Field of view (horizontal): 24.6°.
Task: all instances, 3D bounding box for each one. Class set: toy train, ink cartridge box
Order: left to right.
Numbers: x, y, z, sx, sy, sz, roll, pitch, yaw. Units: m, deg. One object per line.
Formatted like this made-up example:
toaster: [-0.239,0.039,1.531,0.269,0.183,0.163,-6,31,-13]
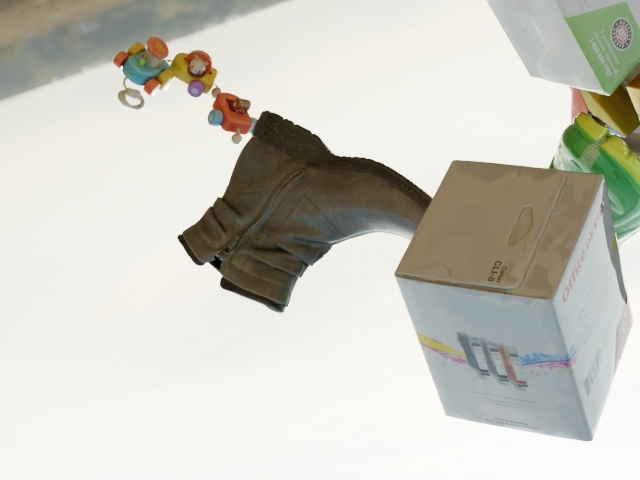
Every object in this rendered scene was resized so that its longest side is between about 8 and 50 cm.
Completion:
toy train: [-0.144,-0.172,1.614,0.166,0.125,0.046,12,129,-31]
ink cartridge box: [0.153,0.044,1.122,0.127,0.176,0.128,8,-129,28]
ink cartridge box: [0.315,-0.346,1.478,0.353,0.207,0.119,-48,-144,-15]

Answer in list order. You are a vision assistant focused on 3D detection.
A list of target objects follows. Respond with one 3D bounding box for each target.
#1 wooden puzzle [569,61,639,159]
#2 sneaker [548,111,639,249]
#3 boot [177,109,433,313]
wooden puzzle: [0.373,-0.233,1.830,0.080,0.348,0.322,-36,-150,-19]
sneaker: [0.231,-0.013,1.366,0.123,0.109,0.295,-37,161,-16]
boot: [0.000,0.000,1.301,0.246,0.161,0.083,27,174,31]
